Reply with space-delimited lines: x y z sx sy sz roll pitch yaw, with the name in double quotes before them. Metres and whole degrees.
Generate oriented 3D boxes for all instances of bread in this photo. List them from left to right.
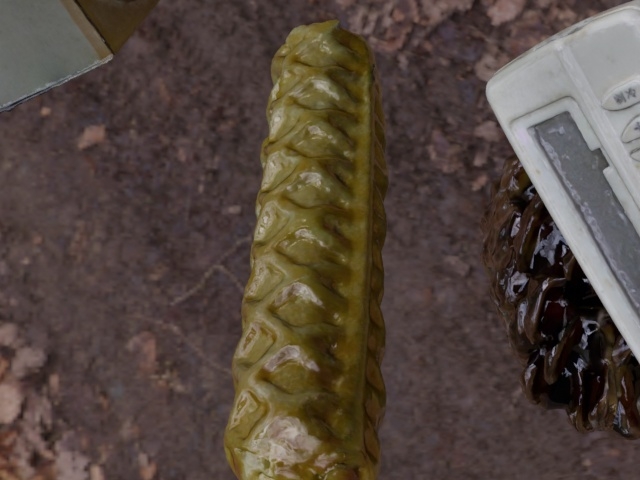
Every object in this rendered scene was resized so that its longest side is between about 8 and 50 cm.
"bread" -0.001 0.000 0.681 0.077 0.084 0.367 -10 45 13

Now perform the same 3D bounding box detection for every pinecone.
"pinecone" 0.248 0.011 0.900 0.242 0.298 0.296 -12 47 -1

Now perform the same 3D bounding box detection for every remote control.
"remote control" 0.169 0.002 0.545 0.090 0.049 0.230 -22 103 45

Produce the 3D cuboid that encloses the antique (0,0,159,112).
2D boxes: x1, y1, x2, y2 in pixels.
"antique" -0.189 -0.196 0.786 0.148 0.147 0.152 -16 32 30
